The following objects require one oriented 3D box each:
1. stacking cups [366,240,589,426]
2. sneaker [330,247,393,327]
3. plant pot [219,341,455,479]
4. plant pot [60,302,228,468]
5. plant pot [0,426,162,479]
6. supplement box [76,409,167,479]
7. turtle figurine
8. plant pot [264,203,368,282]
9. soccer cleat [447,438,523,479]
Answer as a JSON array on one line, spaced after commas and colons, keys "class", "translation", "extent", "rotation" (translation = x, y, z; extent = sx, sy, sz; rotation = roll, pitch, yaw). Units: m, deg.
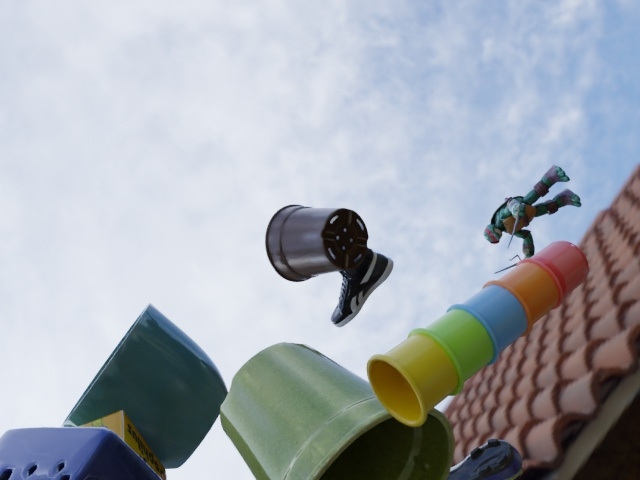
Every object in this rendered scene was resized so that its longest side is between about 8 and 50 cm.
[{"class": "stacking cups", "translation": [0.196, 0.096, 1.103], "extent": [0.316, 0.096, 0.096], "rotation": [-33, -49, -30]}, {"class": "sneaker", "translation": [0.059, 0.096, 2.125], "extent": [0.121, 0.079, 0.217], "rotation": [31, -67, -18]}, {"class": "plant pot", "translation": [-0.001, 0.276, 1.266], "extent": [0.276, 0.254, 0.276], "rotation": [-22, -51, -30]}, {"class": "plant pot", "translation": [-0.324, 0.306, 1.796], "extent": [0.235, 0.293, 0.293], "rotation": [35, -96, -7]}, {"class": "plant pot", "translation": [-0.296, 0.368, 1.054], "extent": [0.236, 0.236, 0.212], "rotation": [55, -133, -23]}, {"class": "supplement box", "translation": [-0.465, 0.481, 1.603], "extent": [0.356, 0.195, 0.194], "rotation": [-20, -51, 3]}, {"class": "turtle figurine", "translation": [0.420, -0.046, 1.900], "extent": [0.234, 0.118, 0.175], "rotation": [-39, -37, 1]}, {"class": "plant pot", "translation": [0.000, 0.000, 1.885], "extent": [0.167, 0.165, 0.167], "rotation": [4, -97, -39]}, {"class": "soccer cleat", "translation": [0.274, 0.498, 1.834], "extent": [0.289, 0.093, 0.121], "rotation": [-30, -50, 11]}]
